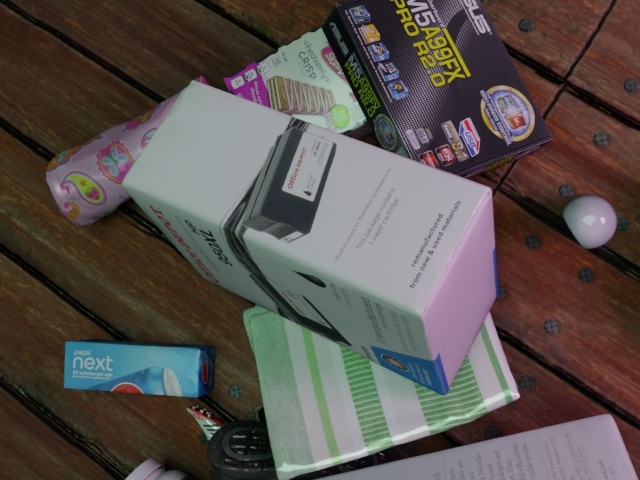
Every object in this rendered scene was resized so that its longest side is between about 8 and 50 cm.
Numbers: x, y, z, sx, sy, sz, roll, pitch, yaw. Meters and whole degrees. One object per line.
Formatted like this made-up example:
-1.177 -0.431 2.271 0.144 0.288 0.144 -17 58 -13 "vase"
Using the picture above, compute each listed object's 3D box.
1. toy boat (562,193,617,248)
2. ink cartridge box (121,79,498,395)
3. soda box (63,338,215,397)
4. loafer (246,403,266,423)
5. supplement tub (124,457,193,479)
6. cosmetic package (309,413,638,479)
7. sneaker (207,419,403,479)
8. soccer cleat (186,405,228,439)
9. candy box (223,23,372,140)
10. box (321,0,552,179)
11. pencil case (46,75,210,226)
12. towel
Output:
0.456 0.010 1.005 0.318 0.148 0.267 18 104 16 "toy boat"
0.000 0.000 0.996 0.395 0.285 0.166 23 71 24 "ink cartridge box"
-0.265 0.186 1.200 0.210 0.067 0.071 2 87 13 "soda box"
-0.080 0.263 1.164 0.056 0.050 0.148 35 94 12 "loafer"
-0.196 0.412 1.131 0.199 0.144 0.144 36 94 11 "supplement tub"
0.167 0.392 1.001 0.453 0.161 0.230 -16 118 11 "cosmetic package"
-0.015 0.326 1.127 0.286 0.109 0.130 9 125 -1 "sneaker"
-0.163 0.271 1.193 0.083 0.029 0.036 29 89 8 "soccer cleat"
0.001 -0.210 1.164 0.233 0.071 0.159 -27 82 8 "candy box"
0.154 -0.210 1.085 0.216 0.060 0.270 -21 81 -24 "box"
-0.255 -0.126 1.193 0.284 0.124 0.124 -26 82 9 "pencil case"
0.072 0.152 1.084 0.324 0.038 0.248 -17 60 3 "towel"
